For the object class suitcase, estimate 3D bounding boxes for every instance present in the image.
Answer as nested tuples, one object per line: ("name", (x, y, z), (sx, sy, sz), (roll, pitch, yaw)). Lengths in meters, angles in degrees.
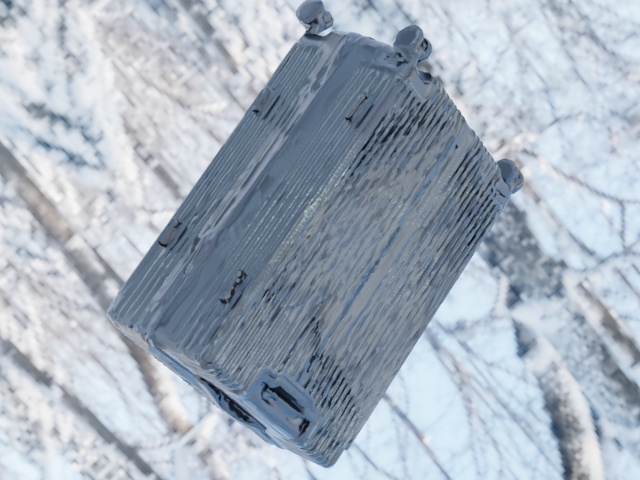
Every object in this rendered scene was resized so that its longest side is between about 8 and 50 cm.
("suitcase", (0.000, 0.000, 1.131), (0.152, 0.229, 0.335), (23, -106, 43))
